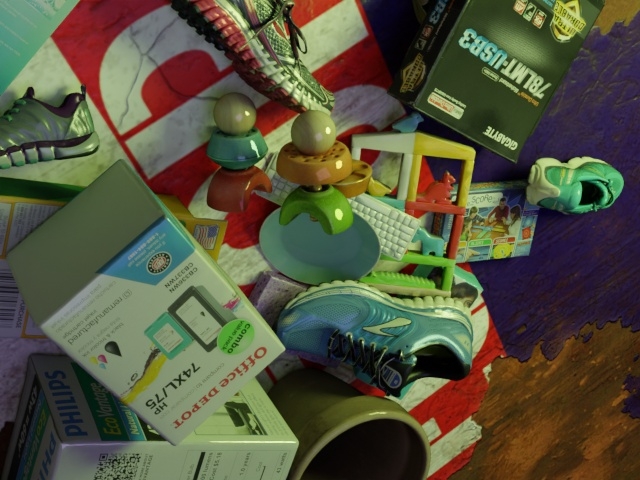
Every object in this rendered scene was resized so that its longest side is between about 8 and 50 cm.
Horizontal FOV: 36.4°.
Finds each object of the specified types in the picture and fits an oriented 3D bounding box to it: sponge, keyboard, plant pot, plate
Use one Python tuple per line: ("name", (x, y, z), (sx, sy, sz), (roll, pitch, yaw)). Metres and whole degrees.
("sponge", (-0.031, 0.131, 1.586), (0.210, 0.031, 0.117), (22, 102, -36))
("keyboard", (0.029, -0.051, 1.485), (0.256, 0.014, 0.072), (25, 105, -16))
("plant pot", (0.010, 0.328, 1.584), (0.263, 0.229, 0.263), (-15, 122, -25))
("plate", (0.000, 0.000, 1.491), (0.188, 0.024, 0.188), (5, 137, 5))

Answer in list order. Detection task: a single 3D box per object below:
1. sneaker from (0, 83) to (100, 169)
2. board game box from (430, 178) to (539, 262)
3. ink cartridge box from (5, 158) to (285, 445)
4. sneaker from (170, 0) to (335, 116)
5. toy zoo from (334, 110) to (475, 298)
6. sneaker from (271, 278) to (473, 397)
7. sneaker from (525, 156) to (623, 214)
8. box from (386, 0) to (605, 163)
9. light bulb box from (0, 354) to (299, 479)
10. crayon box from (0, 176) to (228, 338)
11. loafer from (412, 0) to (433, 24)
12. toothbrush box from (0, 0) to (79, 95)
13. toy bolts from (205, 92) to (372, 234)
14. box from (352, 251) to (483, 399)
("sneaker", (-0.396, -0.140, 1.230), (0.223, 0.083, 0.098), (-13, 99, -28))
("board game box", (0.285, -0.033, 1.675), (0.201, 0.035, 0.136), (-4, 117, -27))
("ink cartridge box", (-0.220, 0.080, 1.246), (0.198, 0.197, 0.270), (-41, 127, -4))
("sneaker", (-0.068, -0.270, 1.305), (0.112, 0.121, 0.299), (-52, 130, -7))
("toy zoo", (0.131, -0.056, 1.523), (0.192, 0.030, 0.293), (7, 110, -3))
("sneaker", (0.088, 0.157, 1.511), (0.330, 0.147, 0.130), (5, 134, -9))
("sneaker", (0.457, -0.081, 1.680), (0.275, 0.110, 0.107), (-8, 113, -49))
("box", (0.272, -0.295, 1.477), (0.295, 0.073, 0.293), (20, 100, -46))
("light bulb box", (-0.277, 0.382, 1.458), (0.361, 0.225, 0.358), (8, 111, -31))
("crayon box", (-0.310, 0.033, 1.349), (0.323, 0.083, 0.203), (6, 111, -30))
("loafer", (0.153, -0.373, 1.416), (0.056, 0.050, 0.148), (-39, 129, -9))
("toothbrush box", (-0.354, -0.302, 1.068), (0.295, 0.216, 0.126), (-51, 128, 2))
("toy bolts", (-0.043, -0.130, 1.357), (0.218, 0.228, 0.158), (-47, 141, -55))
("box", (0.161, 0.145, 1.648), (0.100, 0.060, 0.244), (29, 107, -17))
